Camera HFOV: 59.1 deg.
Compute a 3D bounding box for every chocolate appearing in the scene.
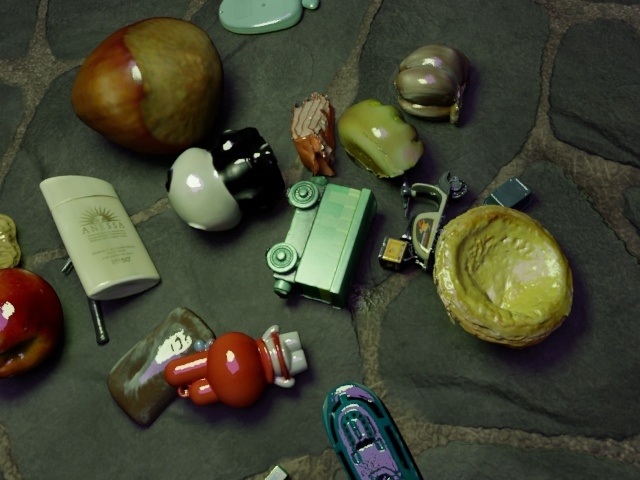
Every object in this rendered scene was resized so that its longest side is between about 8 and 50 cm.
[{"bbox_3d":[-0.351,0.264,1.231,0.254,0.080,0.157,-44,68,-12],"label":"chocolate"}]

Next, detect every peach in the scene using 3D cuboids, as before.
[{"bbox_3d":[-0.687,0.180,1.253,0.243,0.199,0.243,-15,67,40],"label":"peach"}]

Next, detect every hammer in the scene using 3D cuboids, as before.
[{"bbox_3d":[-0.550,0.134,1.346,0.103,0.029,0.246,-21,67,-2],"label":"hammer"}]

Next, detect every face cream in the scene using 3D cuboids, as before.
[{"bbox_3d":[-0.531,-0.020,1.356,0.174,0.081,0.348,-11,57,-40],"label":"face cream"}]

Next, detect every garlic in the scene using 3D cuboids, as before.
[{"bbox_3d":[0.283,-0.411,1.401,0.191,0.160,0.214,20,73,10],"label":"garlic"}]

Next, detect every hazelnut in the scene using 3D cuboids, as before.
[{"bbox_3d":[-0.416,-0.371,1.392,0.366,0.366,0.365,-3,66,6],"label":"hazelnut"}]

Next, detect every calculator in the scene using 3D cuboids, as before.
[{"bbox_3d":[-0.152,-0.684,1.642,0.295,0.042,0.184,-10,66,4],"label":"calculator"}]

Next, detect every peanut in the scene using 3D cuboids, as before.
[{"bbox_3d":[-0.831,0.038,1.379,0.197,0.110,0.233,-26,66,-9],"label":"peanut"}]

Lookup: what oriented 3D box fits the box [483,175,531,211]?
[{"bbox_3d":[0.434,-0.098,1.299,0.099,0.054,0.074,-34,68,-8],"label":"box"}]

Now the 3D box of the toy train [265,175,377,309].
[{"bbox_3d":[0.000,0.000,1.279,0.202,0.120,0.300,15,70,11],"label":"toy train"}]

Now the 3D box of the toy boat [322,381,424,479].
[{"bbox_3d":[0.101,0.415,1.101,0.134,0.092,0.298,-29,66,-2],"label":"toy boat"}]

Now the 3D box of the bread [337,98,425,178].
[{"bbox_3d":[0.146,-0.256,1.343,0.158,0.156,0.260,-38,62,-10],"label":"bread"}]

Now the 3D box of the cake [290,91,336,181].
[{"bbox_3d":[-0.019,-0.283,1.417,0.098,0.135,0.287,-17,55,16],"label":"cake"}]

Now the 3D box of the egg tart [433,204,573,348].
[{"bbox_3d":[0.370,0.077,1.178,0.315,0.120,0.314,4,69,-9],"label":"egg tart"}]

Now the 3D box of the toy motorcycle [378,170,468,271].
[{"bbox_3d":[0.237,-0.051,1.287,0.157,0.091,0.263,13,68,17],"label":"toy motorcycle"}]

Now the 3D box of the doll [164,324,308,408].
[{"bbox_3d":[-0.175,0.267,1.176,0.290,0.130,0.161,-15,81,-6],"label":"doll"}]

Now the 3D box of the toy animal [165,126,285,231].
[{"bbox_3d":[-0.225,-0.138,1.333,0.267,0.212,0.212,-26,66,-1],"label":"toy animal"}]

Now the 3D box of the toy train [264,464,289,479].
[{"bbox_3d":[-0.072,0.505,1.108,0.122,0.050,0.081,36,68,21],"label":"toy train"}]
